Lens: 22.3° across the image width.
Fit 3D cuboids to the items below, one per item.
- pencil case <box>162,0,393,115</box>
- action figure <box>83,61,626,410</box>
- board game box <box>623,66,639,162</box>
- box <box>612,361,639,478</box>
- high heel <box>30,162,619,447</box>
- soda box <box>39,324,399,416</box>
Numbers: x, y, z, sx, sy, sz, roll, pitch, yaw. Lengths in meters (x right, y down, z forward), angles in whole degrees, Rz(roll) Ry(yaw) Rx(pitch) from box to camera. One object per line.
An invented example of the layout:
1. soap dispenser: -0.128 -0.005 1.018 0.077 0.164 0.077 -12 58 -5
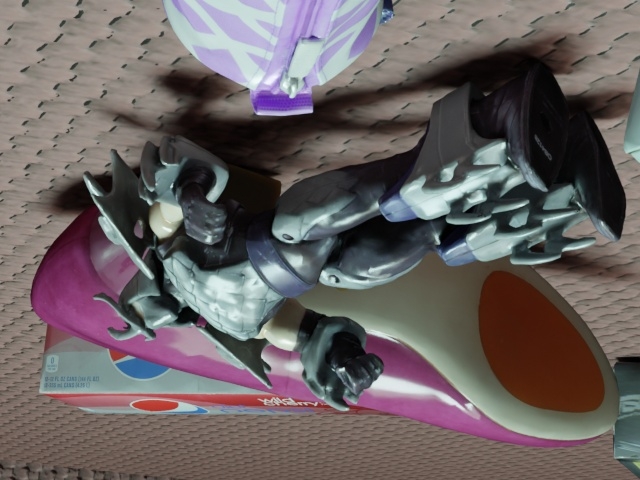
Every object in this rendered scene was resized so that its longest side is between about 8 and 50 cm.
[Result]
1. pencil case: -0.006 -0.109 0.494 0.086 0.088 0.206 3 164 -6
2. action figure: 0.000 0.000 0.811 0.285 0.099 0.185 -21 137 28
3. board game box: 0.235 -0.056 0.460 0.224 0.097 0.303 14 176 -3
4. box: 0.456 0.189 1.495 0.318 0.097 0.395 -4 164 19
5. high heel: 0.010 0.058 1.036 0.377 0.127 0.181 28 145 -26
6. soda box: -0.070 0.079 1.198 0.263 0.092 0.083 -2 163 20
